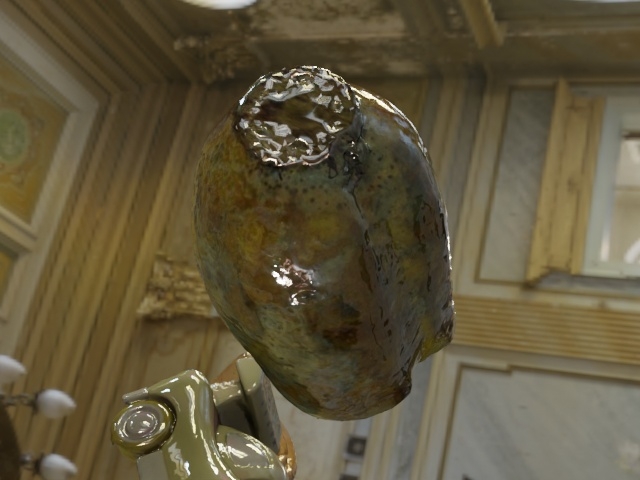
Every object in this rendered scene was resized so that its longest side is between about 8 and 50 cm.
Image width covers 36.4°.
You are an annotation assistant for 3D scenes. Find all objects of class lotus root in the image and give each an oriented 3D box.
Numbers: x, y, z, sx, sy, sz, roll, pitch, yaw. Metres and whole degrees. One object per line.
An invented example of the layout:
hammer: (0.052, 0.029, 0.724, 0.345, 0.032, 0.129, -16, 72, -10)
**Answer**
lotus root: (0.000, 0.000, 0.916, 0.346, 0.250, 0.250, 76, -150, -51)

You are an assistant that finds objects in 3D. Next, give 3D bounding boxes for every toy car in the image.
toy car: (-0.124, 0.341, 1.255, 0.336, 0.226, 0.242, -120, 16, -49)

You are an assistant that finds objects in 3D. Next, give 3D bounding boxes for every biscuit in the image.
biscuit: (-0.103, 0.395, 1.941, 0.144, 0.033, 0.224, 22, -147, -51)

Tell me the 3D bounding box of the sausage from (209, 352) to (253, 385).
sausage: (-0.203, 0.301, 1.744, 0.066, 0.301, 0.066, 38, -157, -20)
